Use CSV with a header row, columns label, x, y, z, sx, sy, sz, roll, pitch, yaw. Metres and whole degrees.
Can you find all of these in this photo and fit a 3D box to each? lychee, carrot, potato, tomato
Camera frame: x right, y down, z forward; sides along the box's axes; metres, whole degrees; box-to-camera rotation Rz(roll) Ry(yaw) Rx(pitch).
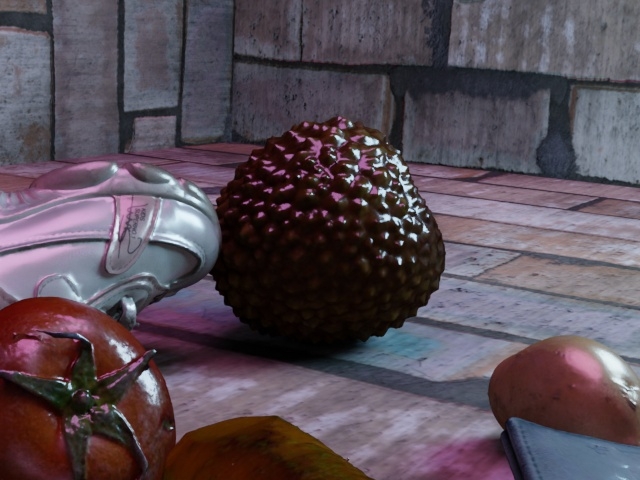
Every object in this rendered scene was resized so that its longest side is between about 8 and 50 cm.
label,x,y,z,sx,sy,sz,roll,pitch,yaw
lychee,0.000,0.000,1.208,0.268,0.267,0.267,3,11,0
carrot,0.018,0.185,0.586,0.114,0.114,0.302,-6,17,-37
potato,0.205,0.134,0.901,0.112,0.112,0.147,-7,8,-42
tomato,-0.190,0.122,0.771,0.167,0.167,0.167,3,11,0

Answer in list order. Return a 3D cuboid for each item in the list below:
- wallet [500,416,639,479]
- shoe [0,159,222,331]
label,x,y,z,sx,sy,sz,roll,pitch,yaw
wallet,0.262,0.193,0.654,0.291,0.054,0.251,11,11,0
shoe,-0.255,0.052,1.033,0.351,0.198,0.172,-4,-31,-24
